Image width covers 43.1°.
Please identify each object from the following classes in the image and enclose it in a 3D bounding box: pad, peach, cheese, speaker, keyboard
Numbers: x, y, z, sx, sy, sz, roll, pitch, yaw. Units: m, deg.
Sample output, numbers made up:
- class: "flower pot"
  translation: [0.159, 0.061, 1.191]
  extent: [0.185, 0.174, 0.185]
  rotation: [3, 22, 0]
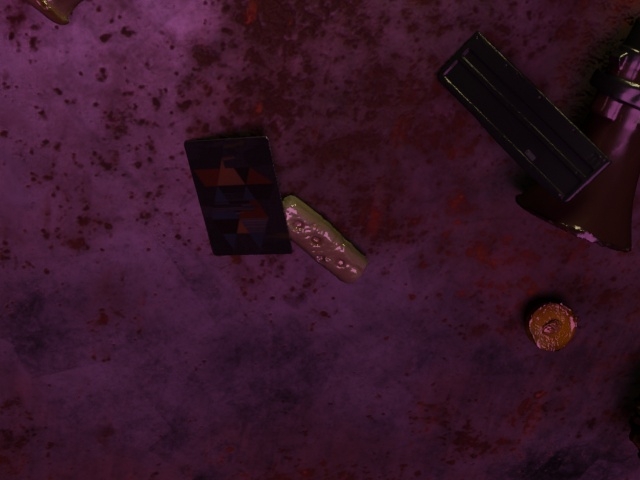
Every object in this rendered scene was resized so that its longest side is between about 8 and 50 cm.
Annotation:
- class: "pad"
  translation: [-0.128, -0.065, 1.278]
  extent: [0.142, 0.003, 0.212]
  rotation: [-2, 122, 16]
- class: "peach"
  translation: [0.412, 0.149, 1.469]
  extent: [0.098, 0.061, 0.098]
  rotation: [-2, 99, -14]
- class: "cheese"
  translation: [0.000, 0.000, 1.338]
  extent: [0.194, 0.043, 0.065]
  rotation: [39, 105, -24]
- class: "speaker"
  translation: [0.493, -0.143, 1.244]
  extent: [0.259, 0.198, 0.330]
  rotation: [27, 106, -7]
- class: "keyboard"
  translation: [0.331, -0.142, 1.181]
  extent: [0.103, 0.041, 0.381]
  rotation: [-45, 74, 16]

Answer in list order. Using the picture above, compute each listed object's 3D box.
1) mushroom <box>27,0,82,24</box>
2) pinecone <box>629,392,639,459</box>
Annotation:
- class: "mushroom"
  translation: [-0.289, -0.384, 1.043]
  extent: [0.247, 0.096, 0.108]
  rotation: [-45, 141, 22]
- class: "pinecone"
  translation: [0.702, 0.330, 1.526]
  extent: [0.224, 0.224, 0.273]
  rotation: [17, 121, -17]
